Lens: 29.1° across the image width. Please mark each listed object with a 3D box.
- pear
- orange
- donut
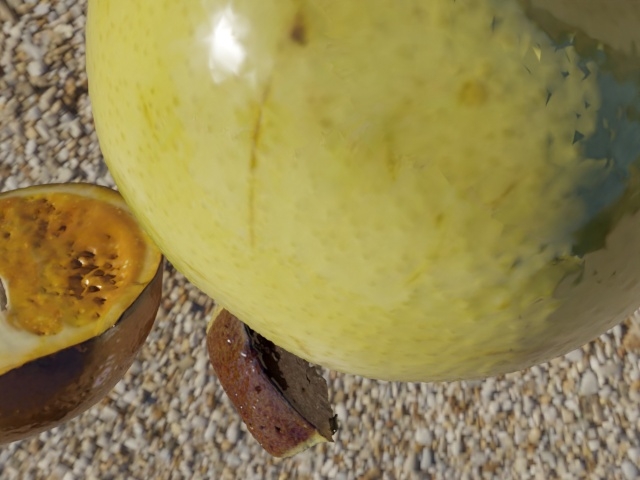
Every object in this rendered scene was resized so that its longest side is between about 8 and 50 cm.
[{"bbox_3d":[0.047,-0.095,0.631,0.349,0.348,0.348,2,109,5],"label":"pear"},{"bbox_3d":[-0.298,0.064,1.163,0.274,0.274,0.310,40,93,-8],"label":"orange"},{"bbox_3d":[-0.076,0.137,1.529,0.151,0.295,0.112,33,116,-28],"label":"donut"}]
